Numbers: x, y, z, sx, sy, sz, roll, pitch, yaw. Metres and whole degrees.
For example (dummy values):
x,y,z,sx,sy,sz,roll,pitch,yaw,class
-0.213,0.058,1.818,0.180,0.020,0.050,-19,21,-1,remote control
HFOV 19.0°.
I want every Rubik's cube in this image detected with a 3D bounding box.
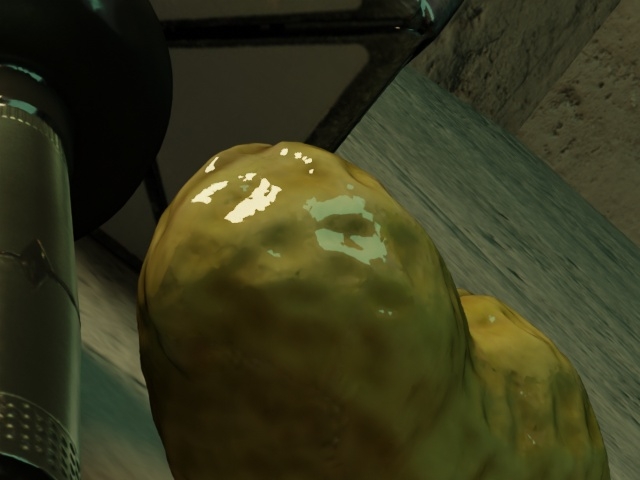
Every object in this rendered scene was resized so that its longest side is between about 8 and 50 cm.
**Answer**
x,y,z,sx,sy,sz,roll,pitch,yaw,class
-0.058,-0.161,1.061,0.255,0.260,0.259,36,41,-2,Rubik's cube

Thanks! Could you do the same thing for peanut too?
x,y,z,sx,sy,sz,roll,pitch,yaw,class
0.025,0.073,0.774,0.305,0.147,0.147,38,7,-48,peanut

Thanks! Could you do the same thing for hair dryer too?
x,y,z,sx,sy,sz,roll,pitch,yaw,class
-0.181,-0.051,0.685,0.284,0.156,0.320,45,16,-19,hair dryer
